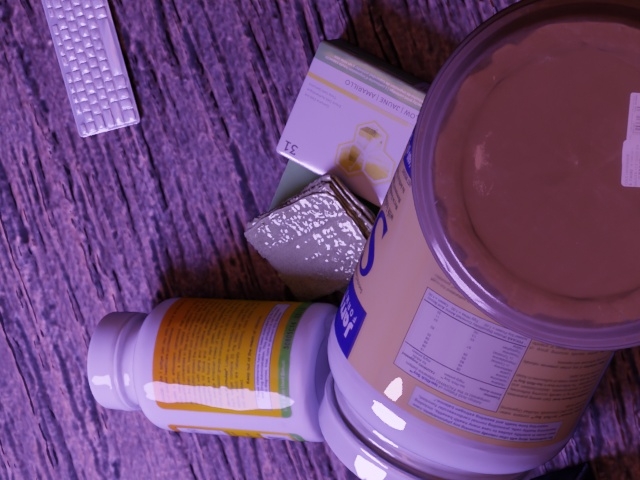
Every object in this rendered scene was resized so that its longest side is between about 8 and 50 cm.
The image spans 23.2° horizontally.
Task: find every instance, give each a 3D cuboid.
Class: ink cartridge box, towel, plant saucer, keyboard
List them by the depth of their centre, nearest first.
[{"bbox_3d":[0.199,-0.052,1.165,0.278,0.041,0.278,2,97,16],"label":"plant saucer"},{"bbox_3d":[0.037,-0.054,1.502,0.171,0.056,0.235,29,110,14],"label":"ink cartridge box"},{"bbox_3d":[0.000,0.000,1.513,0.110,0.027,0.148,51,134,-9],"label":"towel"},{"bbox_3d":[-0.249,-0.237,1.599,0.072,0.014,0.256,-12,98,24],"label":"keyboard"}]

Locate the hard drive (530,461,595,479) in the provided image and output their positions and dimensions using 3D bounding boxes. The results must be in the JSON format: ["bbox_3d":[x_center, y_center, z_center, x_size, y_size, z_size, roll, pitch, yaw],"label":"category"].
[{"bbox_3d":[0.157,0.381,1.548,0.339,0.064,0.237,-24,92,25],"label":"hard drive"}]

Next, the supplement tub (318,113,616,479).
[{"bbox_3d":[0.147,0.052,1.369,0.241,0.241,0.331,29,117,14],"label":"supplement tub"}]

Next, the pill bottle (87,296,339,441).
[{"bbox_3d":[-0.101,0.125,1.554,0.245,0.136,0.136,1,103,22],"label":"pill bottle"}]
